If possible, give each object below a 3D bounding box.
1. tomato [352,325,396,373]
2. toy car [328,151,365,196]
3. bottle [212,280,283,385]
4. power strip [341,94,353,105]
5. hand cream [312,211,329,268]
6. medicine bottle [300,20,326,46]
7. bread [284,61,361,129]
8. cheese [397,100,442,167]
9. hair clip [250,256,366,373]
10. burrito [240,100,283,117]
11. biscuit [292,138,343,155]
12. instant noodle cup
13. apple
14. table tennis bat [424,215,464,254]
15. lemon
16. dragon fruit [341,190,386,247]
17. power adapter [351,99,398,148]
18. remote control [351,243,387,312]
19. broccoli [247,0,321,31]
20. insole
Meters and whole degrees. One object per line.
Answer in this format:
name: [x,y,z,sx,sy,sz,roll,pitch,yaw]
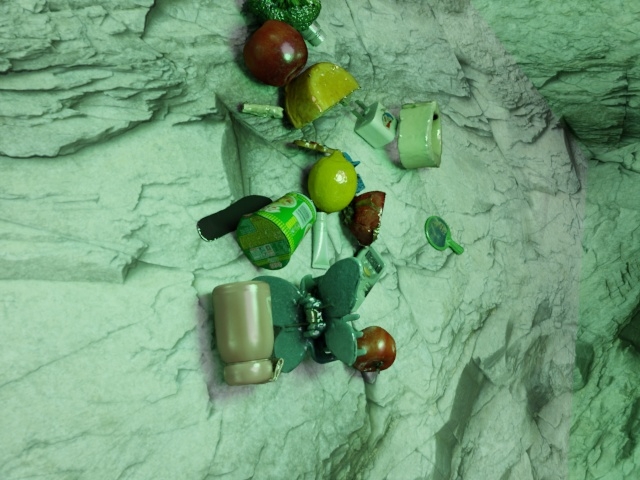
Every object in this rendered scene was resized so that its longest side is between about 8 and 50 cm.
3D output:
tomato: [0.189,0.385,1.827,0.187,0.187,0.152,30,37,-31]
toy car: [0.109,-0.263,2.008,0.097,0.100,0.191,-25,89,-39]
bottle: [-0.207,0.275,1.511,0.206,0.173,0.297,5,72,-46]
power strip: [0.071,-0.625,2.140,0.168,0.028,0.076,32,57,-28]
hand cream: [0.000,0.000,1.866,0.078,0.049,0.205,8,75,-39]
medicine bottle: [-0.042,-0.856,2.081,0.130,0.080,0.080,39,54,-24]
bread: [-0.014,-0.563,1.932,0.340,0.194,0.179,-42,105,-39]
cheese: [0.434,-0.462,2.235,0.332,0.153,0.293,-13,102,-69]
hair clip: [0.008,0.243,1.646,0.238,0.391,0.319,15,63,-66]
burrito: [-0.204,-0.464,1.836,0.185,0.045,0.041,-5,44,-40]
biscuit: [-0.014,-0.349,1.909,0.204,0.138,0.031,5,104,-41]
instant noodle cup: [-0.126,-0.051,1.681,0.207,0.207,0.233,56,43,-12]
apple: [-0.157,-0.660,1.822,0.201,0.218,0.218,43,52,-11]
table tennis bat: [0.574,-0.012,2.377,0.257,0.039,0.161,35,58,-25]
lemon: [0.045,-0.208,1.883,0.186,0.186,0.244,1,108,-41]
dragon fruit: [0.152,-0.098,1.951,0.148,0.218,0.224,15,75,-3]
power adapter: [0.212,-0.505,2.158,0.204,0.125,0.130,34,57,-29]
remote control: [0.147,0.136,1.943,0.140,0.056,0.296,53,49,-13]
broccoli: [-0.132,-0.904,1.885,0.297,0.298,0.298,3,42,-3]
insole: [-0.268,-0.078,1.684,0.322,0.007,0.109,-29,95,-42]
